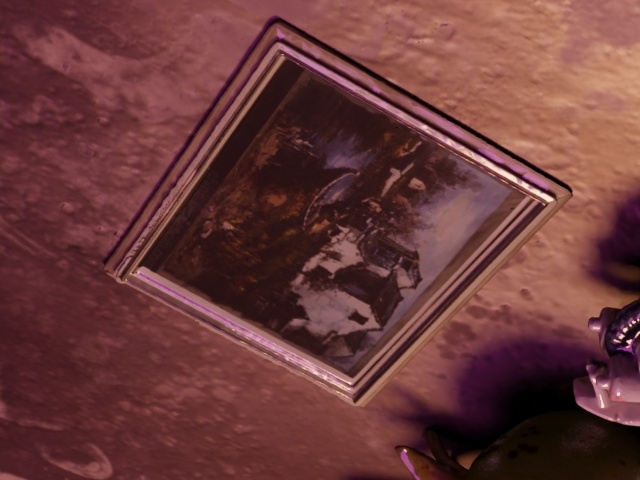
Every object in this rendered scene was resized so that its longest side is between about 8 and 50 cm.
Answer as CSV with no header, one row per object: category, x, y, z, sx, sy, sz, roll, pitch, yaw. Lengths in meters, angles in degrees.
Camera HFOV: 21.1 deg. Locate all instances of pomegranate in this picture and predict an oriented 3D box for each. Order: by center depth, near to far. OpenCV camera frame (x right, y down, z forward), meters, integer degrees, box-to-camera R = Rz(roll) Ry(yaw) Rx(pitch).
pomegranate,0.153,0.207,1.260,0.224,0.181,0.181,13,142,41

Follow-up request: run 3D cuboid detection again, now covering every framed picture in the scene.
framed picture,0.000,0.000,1.201,0.232,0.019,0.296,28,136,-10

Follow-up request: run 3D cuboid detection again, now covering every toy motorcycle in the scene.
toy motorcycle,0.286,0.119,1.152,0.260,0.110,0.171,18,130,-17
